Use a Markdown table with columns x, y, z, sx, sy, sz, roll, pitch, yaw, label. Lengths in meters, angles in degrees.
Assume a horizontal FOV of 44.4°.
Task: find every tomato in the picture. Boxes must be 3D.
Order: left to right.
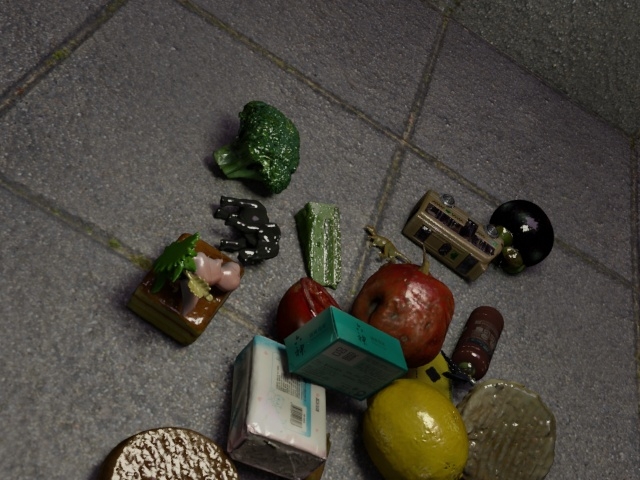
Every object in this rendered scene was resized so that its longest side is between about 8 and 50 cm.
| x | y | z | sx | sy | sz | roll | pitch | yaw | label |
| --- | --- | --- | --- | --- | --- | --- | --- | --- | --- |
| -0.029 | 0.202 | 1.897 | 0.201 | 0.139 | 0.233 | 63 | 12 | 18 | tomato |

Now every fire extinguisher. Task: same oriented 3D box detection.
| x | y | z | sx | sy | sz | roll | pitch | yaw | label |
| --- | --- | --- | --- | --- | --- | --- | --- | --- | --- |
| 0.400 | 0.288 | 2.107 | 0.138 | 0.102 | 0.344 | 46 | 34 | -1 | fire extinguisher |

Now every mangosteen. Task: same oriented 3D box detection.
| x | y | z | sx | sy | sz | roll | pitch | yaw | label |
| --- | --- | --- | --- | --- | --- | --- | --- | --- | --- |
| 0.622 | -0.013 | 2.479 | 0.242 | 0.243 | 0.243 | 19 | 46 | -21 | mangosteen |

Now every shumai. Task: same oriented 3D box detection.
| x | y | z | sx | sy | sz | roll | pitch | yaw | label |
| --- | --- | --- | --- | --- | --- | --- | --- | --- | --- |
| 0.436 | 0.488 | 1.971 | 0.266 | 0.262 | 0.314 | 6 | 90 | 2 | shumai |

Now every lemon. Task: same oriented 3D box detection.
| x | y | z | sx | sy | sz | roll | pitch | yaw | label |
| --- | --- | --- | --- | --- | --- | --- | --- | --- | --- |
| 0.218 | 0.448 | 1.793 | 0.236 | 0.236 | 0.263 | -32 | 93 | -46 | lemon |

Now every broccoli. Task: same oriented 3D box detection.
| x | y | z | sx | sy | sz | roll | pitch | yaw | label |
| --- | --- | --- | --- | --- | --- | --- | --- | --- | --- |
| -0.168 | -0.251 | 2.145 | 0.241 | 0.261 | 0.269 | -30 | 66 | -5 | broccoli |

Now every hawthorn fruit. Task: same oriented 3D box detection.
| x | y | z | sx | sy | sz | roll | pitch | yaw | label |
| --- | --- | --- | --- | --- | --- | --- | --- | --- | --- |
| 0.207 | 0.184 | 1.934 | 0.261 | 0.258 | 0.258 | -34 | 74 | -9 | hawthorn fruit |

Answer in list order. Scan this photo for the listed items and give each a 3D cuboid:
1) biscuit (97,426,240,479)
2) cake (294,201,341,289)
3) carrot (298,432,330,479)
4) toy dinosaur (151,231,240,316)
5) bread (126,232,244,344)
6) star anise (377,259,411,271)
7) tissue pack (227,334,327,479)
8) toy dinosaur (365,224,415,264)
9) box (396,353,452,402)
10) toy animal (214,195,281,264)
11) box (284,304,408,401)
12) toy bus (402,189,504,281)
| x | y | z | sx | sy | sz | roll | pitch | yaw | label |
| --- | --- | --- | --- | --- | --- | --- | --- | --- | --- |
| -0.256 | 0.551 | 1.497 | 0.350 | 0.070 | 0.395 | 12 | 49 | -31 | biscuit |
| 0.008 | 0.008 | 2.114 | 0.100 | 0.099 | 0.235 | 7 | 52 | -28 | cake |
| -0.037 | 0.537 | 1.665 | 0.070 | 0.070 | 0.342 | 34 | 37 | -6 | carrot |
| -0.270 | 0.085 | 1.711 | 0.177 | 0.152 | 0.194 | 50 | 32 | -26 | toy dinosaur |
| -0.303 | 0.106 | 1.808 | 0.184 | 0.110 | 0.234 | 34 | 44 | -4 | bread |
| 0.192 | 0.150 | 2.112 | 0.212 | 0.111 | 0.196 | 39 | 54 | -47 | star anise |
| -0.092 | 0.361 | 1.702 | 0.201 | 0.124 | 0.271 | 24 | 34 | -18 | tissue pack |
| 0.205 | 0.018 | 2.284 | 0.161 | 0.039 | 0.126 | 12 | 48 | -28 | toy dinosaur |
| 0.216 | 0.330 | 2.026 | 0.278 | 0.041 | 0.153 | 23 | 43 | -17 | box |
| -0.182 | -0.028 | 2.000 | 0.146 | 0.114 | 0.245 | 12 | 50 | -26 | toy animal |
| 0.058 | 0.256 | 1.742 | 0.244 | 0.153 | 0.092 | 31 | 32 | -39 | box |
| 0.401 | -0.010 | 2.368 | 0.289 | 0.139 | 0.157 | 36 | 47 | -2 | toy bus |
